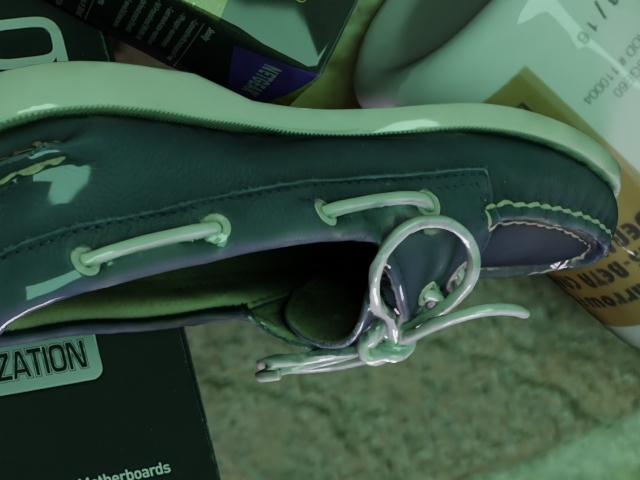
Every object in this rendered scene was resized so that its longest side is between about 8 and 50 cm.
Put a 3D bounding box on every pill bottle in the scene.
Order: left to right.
[{"bbox_3d":[0.135,-0.031,0.767,0.229,0.131,0.131,40,81,-18],"label":"pill bottle"}]

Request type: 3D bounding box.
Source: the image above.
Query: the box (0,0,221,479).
[{"bbox_3d":[-0.208,0.006,0.621,0.307,0.076,0.242,-9,73,-22],"label":"box"}]

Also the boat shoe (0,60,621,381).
[{"bbox_3d":[0.000,0.000,0.613,0.254,0.095,0.079,6,62,-41],"label":"boat shoe"}]

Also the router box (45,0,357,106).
[{"bbox_3d":[-0.050,-0.231,0.640,0.243,0.081,0.309,27,78,-8],"label":"router box"}]
